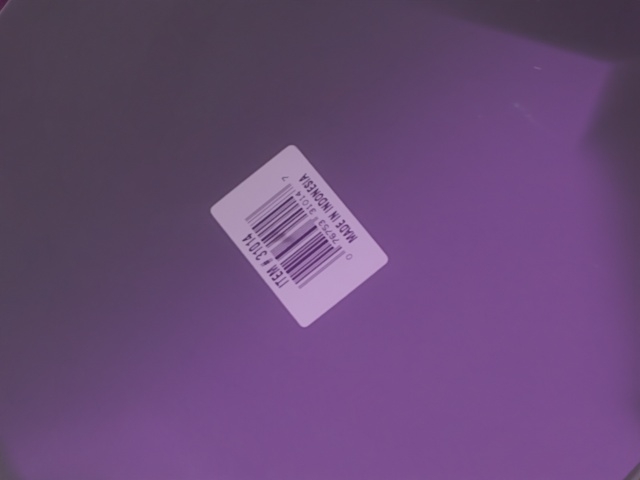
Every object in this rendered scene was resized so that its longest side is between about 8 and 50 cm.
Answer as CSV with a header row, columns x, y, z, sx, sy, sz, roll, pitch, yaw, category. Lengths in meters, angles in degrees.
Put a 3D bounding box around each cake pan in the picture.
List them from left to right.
x,y,z,sx,sy,sz,roll,pitch,yaw,category
0.000,0.000,0.547,0.293,0.054,0.293,-2,76,9,cake pan
